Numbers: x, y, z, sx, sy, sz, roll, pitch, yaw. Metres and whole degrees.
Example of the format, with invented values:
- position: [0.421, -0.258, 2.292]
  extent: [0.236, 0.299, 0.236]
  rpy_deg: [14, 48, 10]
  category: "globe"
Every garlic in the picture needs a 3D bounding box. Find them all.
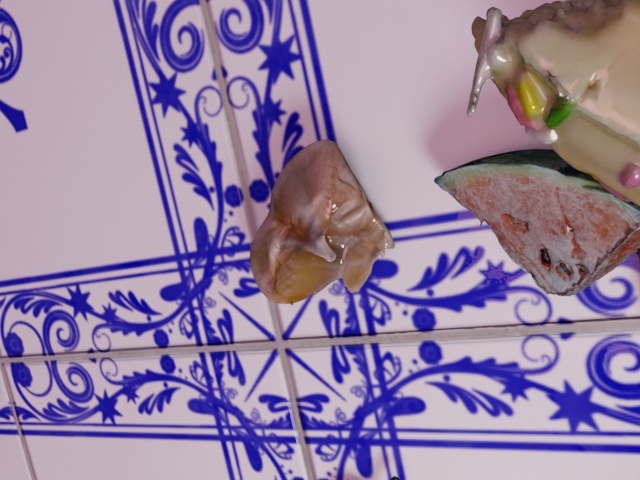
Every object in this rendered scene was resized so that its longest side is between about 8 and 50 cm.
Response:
- position: [-0.011, -0.006, 0.605]
  extent: [0.124, 0.099, 0.174]
  rpy_deg: [49, 120, 26]
  category: "garlic"

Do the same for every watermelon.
- position: [0.193, -0.019, 0.517]
  extent: [0.187, 0.071, 0.139]
  rpy_deg: [18, 138, 45]
  category: "watermelon"

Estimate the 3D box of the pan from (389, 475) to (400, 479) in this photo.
- position: [0.056, 0.283, 0.675]
  extent: [0.068, 0.023, 0.115]
  rpy_deg: [42, 119, 13]
  category: "pan"

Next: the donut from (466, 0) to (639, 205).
- position: [0.290, -0.176, 0.351]
  extent: [0.307, 0.150, 0.371]
  rpy_deg: [30, 102, 13]
  category: "donut"

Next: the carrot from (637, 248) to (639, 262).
- position: [0.260, -0.027, 0.489]
  extent: [0.049, 0.049, 0.255]
  rpy_deg: [-5, 103, 28]
  category: "carrot"
